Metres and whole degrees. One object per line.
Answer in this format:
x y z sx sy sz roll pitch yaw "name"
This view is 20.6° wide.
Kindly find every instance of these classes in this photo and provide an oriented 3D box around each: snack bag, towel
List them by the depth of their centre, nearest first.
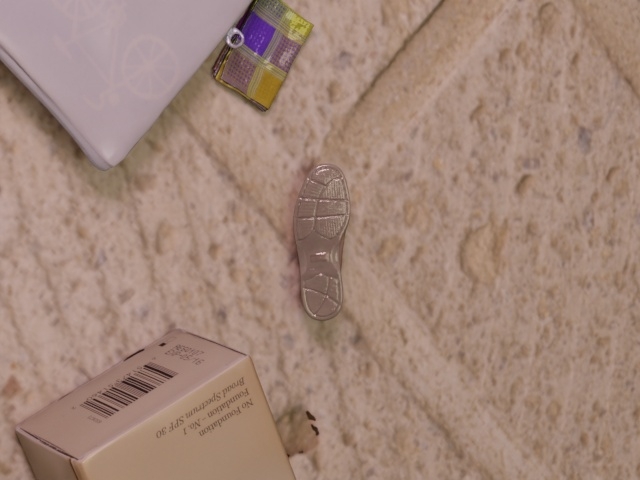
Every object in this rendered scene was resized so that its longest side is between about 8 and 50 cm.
-0.148 -0.263 1.240 0.323 0.037 0.342 48 69 -33 "snack bag"
-0.044 -0.146 1.357 0.060 0.009 0.083 35 79 -34 "towel"

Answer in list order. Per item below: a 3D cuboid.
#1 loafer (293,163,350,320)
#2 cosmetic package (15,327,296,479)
0.000 0.000 1.405 0.045 0.039 0.125 1 96 -2 "loafer"
-0.092 0.242 1.337 0.160 0.113 0.309 -32 115 -26 "cosmetic package"
